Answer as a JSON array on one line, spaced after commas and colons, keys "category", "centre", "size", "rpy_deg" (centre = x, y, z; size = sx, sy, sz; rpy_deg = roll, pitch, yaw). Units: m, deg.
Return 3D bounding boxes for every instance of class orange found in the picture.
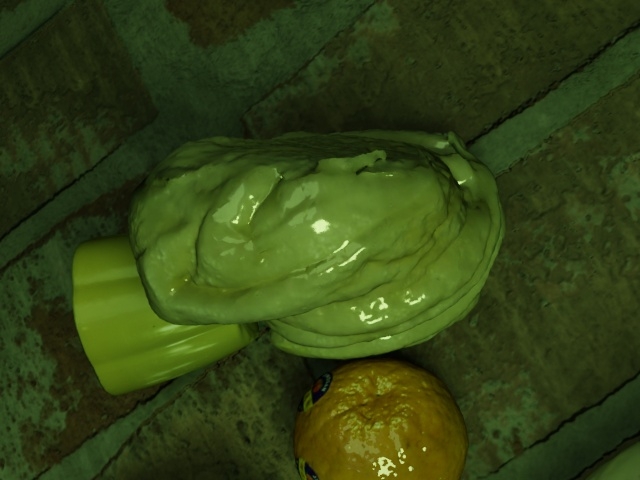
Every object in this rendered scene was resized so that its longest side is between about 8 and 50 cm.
[{"category": "orange", "centre": [0.060, 0.202, 1.125], "size": [0.178, 0.155, 0.177], "rpy_deg": [-11, 30, 6]}]

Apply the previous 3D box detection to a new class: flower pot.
[{"category": "flower pot", "centre": [-0.171, 0.072, 1.300], "size": [0.179, 0.195, 0.195], "rpy_deg": [-11, 64, 10]}]

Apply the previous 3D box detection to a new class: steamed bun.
[{"category": "steamed bun", "centre": [0.006, 0.000, 1.154], "size": [0.325, 0.372, 0.230], "rpy_deg": [13, 109, 37]}]

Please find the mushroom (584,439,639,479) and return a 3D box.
[{"category": "mushroom", "centre": [0.299, 0.306, 0.884], "size": [0.315, 0.315, 0.356], "rpy_deg": [-1, 70, 28]}]
